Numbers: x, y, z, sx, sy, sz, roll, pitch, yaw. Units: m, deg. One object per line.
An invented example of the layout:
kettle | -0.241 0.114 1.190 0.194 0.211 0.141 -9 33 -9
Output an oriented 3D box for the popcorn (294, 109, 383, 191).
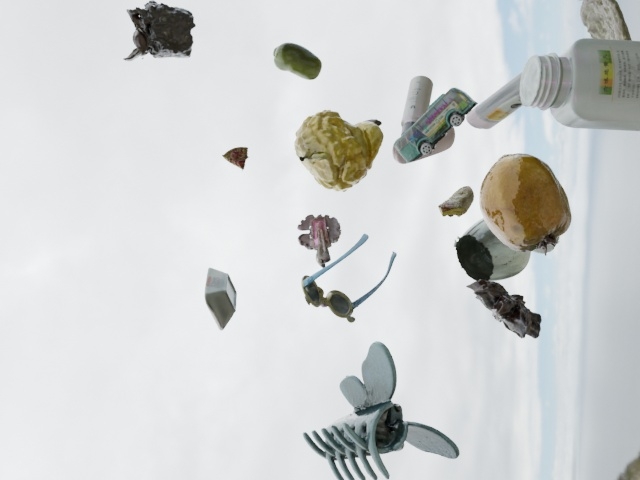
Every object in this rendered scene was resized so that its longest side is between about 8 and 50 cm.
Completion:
popcorn | 0.083 -0.381 2.206 0.382 0.349 0.348 -38 -45 -14

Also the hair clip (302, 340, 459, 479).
hair clip | 0.135 0.539 1.562 0.238 0.318 0.392 -32 -94 -38

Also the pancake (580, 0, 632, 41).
pancake | 0.860 -0.629 1.627 0.236 0.042 0.222 64 -175 13

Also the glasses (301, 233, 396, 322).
glasses | 0.069 0.077 1.329 0.190 0.088 0.220 29 -75 -39

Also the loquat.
loquat | 0.431 -0.076 1.156 0.187 0.176 0.234 -5 -108 -41

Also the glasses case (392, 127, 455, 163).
glasses case | 0.430 -0.402 2.257 0.297 0.075 0.113 -21 -56 -20

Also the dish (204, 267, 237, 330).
dish | -0.327 0.196 1.827 0.234 0.064 0.153 -101 -7 -61

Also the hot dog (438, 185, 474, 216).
hot dog | 0.408 -0.102 1.624 0.169 0.078 0.061 -35 -51 -35

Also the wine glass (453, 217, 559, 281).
wine glass | 0.636 0.004 1.869 0.323 0.238 0.237 -22 -64 -27

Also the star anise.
star anise | 0.563 0.198 1.642 0.109 0.236 0.223 -47 4 -1

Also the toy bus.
toy bus | 0.341 -0.339 1.620 0.109 0.262 0.091 49 -155 5

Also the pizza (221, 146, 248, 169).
pizza | -0.311 -0.330 2.095 0.099 0.100 0.029 -54 1 -23

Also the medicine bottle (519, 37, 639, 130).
medicine bottle | 0.601 -0.329 1.155 0.124 0.325 0.179 129 143 -85

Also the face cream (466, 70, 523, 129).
face cream | 0.551 -0.415 1.618 0.269 0.108 0.073 145 127 -65

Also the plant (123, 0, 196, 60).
plant | -0.539 -0.701 1.832 0.178 0.234 0.203 -133 44 -71

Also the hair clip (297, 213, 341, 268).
hair clip | 0.001 0.007 2.064 0.300 0.173 0.069 -97 2 -53

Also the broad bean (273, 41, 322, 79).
broad bean | -0.080 -0.614 1.866 0.082 0.175 0.124 126 162 -56

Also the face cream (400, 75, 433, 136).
face cream | 0.342 -0.454 1.957 0.092 0.093 0.311 57 -140 -51
